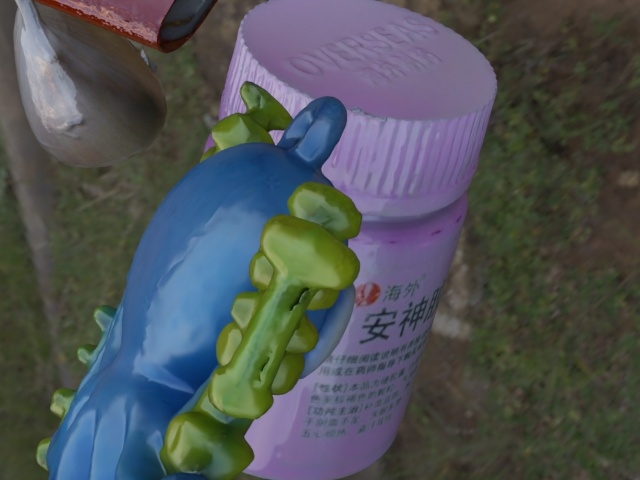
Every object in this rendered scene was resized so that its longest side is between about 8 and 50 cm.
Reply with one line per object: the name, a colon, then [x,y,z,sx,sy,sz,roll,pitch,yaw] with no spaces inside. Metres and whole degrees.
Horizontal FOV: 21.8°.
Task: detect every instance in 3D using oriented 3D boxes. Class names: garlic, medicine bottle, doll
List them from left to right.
garlic: [-0.198,-0.136,1.335,0.148,0.266,0.128,36,86,10]
doll: [-0.061,0.083,0.777,0.099,0.346,0.341,24,87,-14]
medicine bottle: [0.000,0.000,1.107,0.178,0.178,0.290,28,123,20]

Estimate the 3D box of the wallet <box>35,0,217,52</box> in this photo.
wallet: [-0.125,-0.183,0.894,0.204,0.142,0.045,23,155,25]
